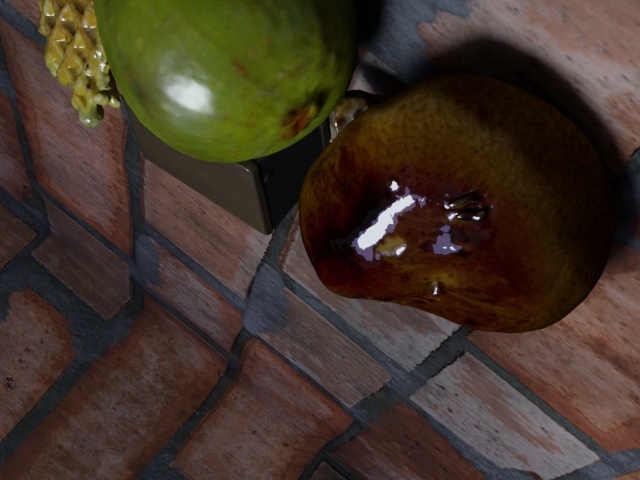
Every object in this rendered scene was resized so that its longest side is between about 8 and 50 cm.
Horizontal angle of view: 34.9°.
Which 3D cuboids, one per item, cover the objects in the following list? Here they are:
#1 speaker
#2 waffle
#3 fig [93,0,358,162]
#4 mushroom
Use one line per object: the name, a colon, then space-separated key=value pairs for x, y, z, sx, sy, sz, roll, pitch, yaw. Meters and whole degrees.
speaker: x=-0.123 y=-0.152 z=1.356 sx=0.231 sy=0.153 sz=0.192 roll=32 pitch=159 yaw=20
waffle: x=-0.290 y=-0.306 z=1.279 sx=0.281 sy=0.058 sz=0.300 roll=49 pitch=136 yaw=35
fig: x=-0.116 y=-0.240 z=1.047 sx=0.326 sy=0.258 sz=0.258 roll=52 pitch=160 yaw=5
mushroom: x=0.141 y=-0.056 z=1.088 sx=0.345 sy=0.259 sz=0.345 roll=9 pitch=144 yaw=6
